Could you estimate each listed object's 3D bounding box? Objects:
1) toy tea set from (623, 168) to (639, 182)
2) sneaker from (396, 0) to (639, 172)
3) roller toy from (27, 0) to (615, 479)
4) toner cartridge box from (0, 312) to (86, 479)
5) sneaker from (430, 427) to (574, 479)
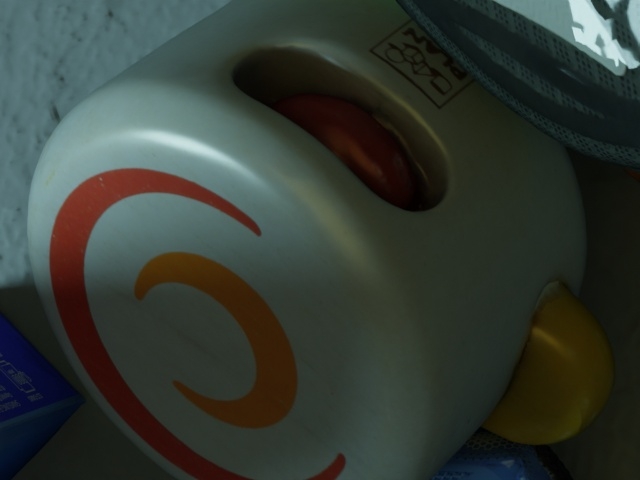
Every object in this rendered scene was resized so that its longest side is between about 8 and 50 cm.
[{"bbox_3d":[0.074,-0.163,0.771,0.200,0.124,0.336,-17,106,38],"label":"toy tea set"},{"bbox_3d":[-0.020,-0.197,0.595,0.483,0.202,0.185,49,132,0],"label":"sneaker"},{"bbox_3d":[0.000,0.000,0.739,0.209,0.146,0.191,1,120,41],"label":"roller toy"},{"bbox_3d":[-0.214,0.109,0.706,0.075,0.348,0.165,44,98,6],"label":"toner cartridge box"},{"bbox_3d":[-0.033,0.191,0.775,0.330,0.147,0.129,-36,84,8],"label":"sneaker"}]
